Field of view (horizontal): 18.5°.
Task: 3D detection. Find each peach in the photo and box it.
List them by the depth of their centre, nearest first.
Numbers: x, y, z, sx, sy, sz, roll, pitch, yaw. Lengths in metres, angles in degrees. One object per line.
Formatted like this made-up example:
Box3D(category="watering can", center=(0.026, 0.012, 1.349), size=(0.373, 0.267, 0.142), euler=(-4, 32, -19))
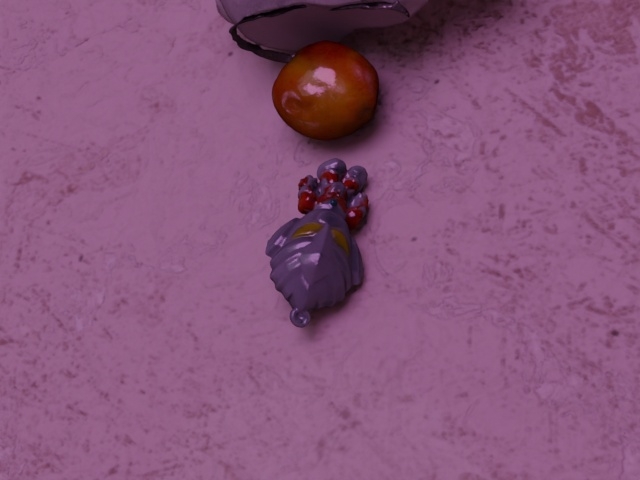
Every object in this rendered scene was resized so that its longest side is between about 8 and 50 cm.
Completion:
Box3D(category="peach", center=(0.007, -0.141, 1.897), size=(0.101, 0.101, 0.101), euler=(-10, 58, 16))

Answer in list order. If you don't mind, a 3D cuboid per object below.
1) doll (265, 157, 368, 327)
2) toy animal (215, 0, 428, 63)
Box3D(category="doll", center=(0.000, 0.000, 1.832), size=(0.094, 0.079, 0.180), euler=(20, 59, -5))
Box3D(category="toy animal", center=(0.040, -0.269, 1.904), size=(0.325, 0.208, 0.154), euler=(0, 76, 13))
